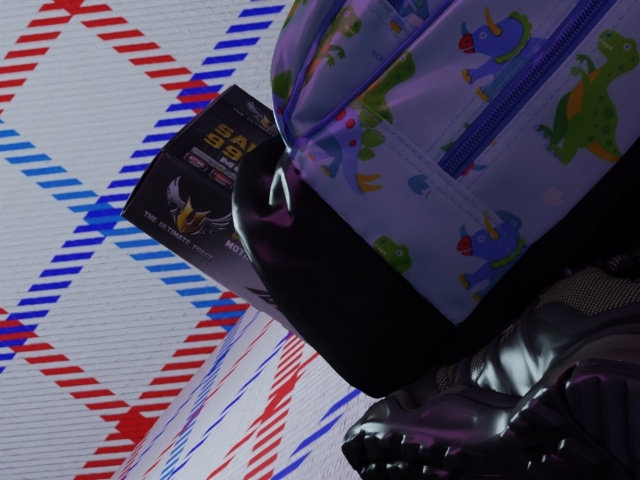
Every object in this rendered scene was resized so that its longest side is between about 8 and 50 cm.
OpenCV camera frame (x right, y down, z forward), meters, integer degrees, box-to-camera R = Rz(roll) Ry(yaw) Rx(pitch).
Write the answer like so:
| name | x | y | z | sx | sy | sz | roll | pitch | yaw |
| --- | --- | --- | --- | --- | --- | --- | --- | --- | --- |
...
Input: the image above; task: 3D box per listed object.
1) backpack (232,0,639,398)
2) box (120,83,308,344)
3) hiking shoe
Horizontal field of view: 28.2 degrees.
| name | x | y | z | sx | sy | sz | roll | pitch | yaw |
| --- | --- | --- | --- | --- | --- | --- | --- | --- | --- |
| backpack | 0.125 | -0.120 | 0.644 | 0.355 | 0.273 | 0.290 | -37 | -7 | 17 |
| box | 0.000 | 0.000 | 0.853 | 0.056 | 0.231 | 0.183 | -54 | 3 | 22 |
| hiking shoe | 0.093 | 0.064 | 0.484 | 0.114 | 0.086 | 0.227 | -40 | 5 | -28 |
